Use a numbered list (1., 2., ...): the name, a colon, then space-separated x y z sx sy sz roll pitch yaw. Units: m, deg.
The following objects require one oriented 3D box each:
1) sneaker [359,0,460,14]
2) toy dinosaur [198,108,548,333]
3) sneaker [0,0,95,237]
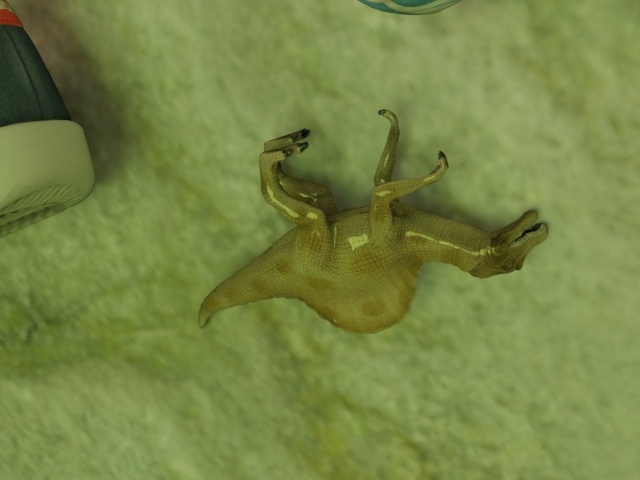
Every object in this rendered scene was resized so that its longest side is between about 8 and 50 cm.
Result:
1. sneaker: -0.027 -0.174 0.344 0.237 0.086 0.085 42 119 6
2. toy dinosaur: 0.000 0.000 0.409 0.183 0.053 0.092 -13 104 25
3. sneaker: -0.276 -0.037 0.477 0.350 0.131 0.148 -20 92 21
